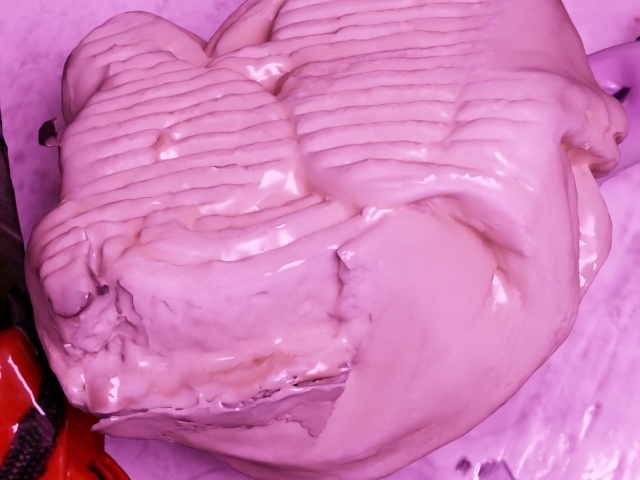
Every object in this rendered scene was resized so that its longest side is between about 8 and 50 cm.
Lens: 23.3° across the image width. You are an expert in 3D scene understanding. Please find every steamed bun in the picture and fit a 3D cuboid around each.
[{"bbox_3d":[0.000,0.000,0.906,0.346,0.237,0.394,20,49,40],"label":"steamed bun"}]

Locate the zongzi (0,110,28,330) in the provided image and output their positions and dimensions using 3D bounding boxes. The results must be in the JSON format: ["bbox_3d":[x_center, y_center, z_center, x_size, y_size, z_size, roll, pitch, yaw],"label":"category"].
[{"bbox_3d":[-0.395,-0.018,0.996,0.383,0.362,0.319,4,67,-33],"label":"zongzi"}]

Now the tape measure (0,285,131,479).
[{"bbox_3d":[-0.202,0.196,0.882,0.253,0.114,0.260,-31,86,4],"label":"tape measure"}]

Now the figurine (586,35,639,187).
[{"bbox_3d":[0.271,-0.120,0.971,0.274,0.133,0.194,3,67,20],"label":"figurine"}]
